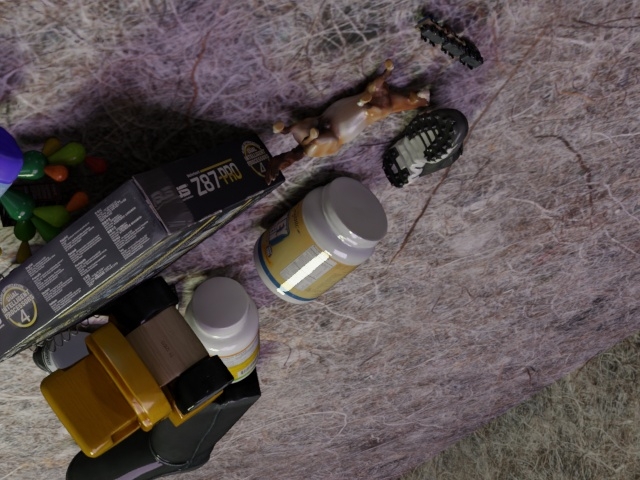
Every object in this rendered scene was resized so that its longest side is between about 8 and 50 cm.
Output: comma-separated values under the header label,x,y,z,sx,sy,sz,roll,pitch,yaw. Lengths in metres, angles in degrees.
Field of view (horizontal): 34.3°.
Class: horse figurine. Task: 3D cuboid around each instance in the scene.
label,x,y,z,sx,sy,sz,roll,pitch,yaw
horse figurine,0.031,-0.168,1.448,0.263,0.066,0.174,-31,171,6

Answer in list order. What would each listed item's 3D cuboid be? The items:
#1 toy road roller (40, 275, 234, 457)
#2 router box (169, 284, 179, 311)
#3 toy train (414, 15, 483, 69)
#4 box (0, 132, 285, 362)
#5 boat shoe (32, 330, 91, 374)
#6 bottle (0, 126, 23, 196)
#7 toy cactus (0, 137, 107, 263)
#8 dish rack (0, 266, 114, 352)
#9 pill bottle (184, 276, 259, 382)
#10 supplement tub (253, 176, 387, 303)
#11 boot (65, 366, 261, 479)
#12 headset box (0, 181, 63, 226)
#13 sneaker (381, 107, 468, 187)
label,x,y,z,sx,sy,sz,roll,pitch,yaw
toy road roller,-0.297,0.214,1.607,0.240,0.202,0.329,-34,175,-17
router box,-0.303,0.130,1.867,0.092,0.038,0.122,-12,155,-15
toy train,0.175,-0.269,1.398,0.027,0.036,0.158,-24,158,30
box,-0.273,0.014,1.437,0.395,0.097,0.318,-33,-179,30
boat shoe,-0.384,0.239,1.929,0.306,0.113,0.105,11,161,-37
bottle,-0.477,-0.026,1.223,0.283,0.092,0.118,-47,144,11
toy cactus,-0.398,-0.066,1.323,0.219,0.112,0.180,-40,121,15
dish rack,-0.479,0.131,1.700,0.271,0.074,0.208,-35,150,31
pill bottle,-0.180,0.163,1.907,0.136,0.136,0.246,-15,155,-10
supplement tub,0.000,0.000,1.695,0.144,0.144,0.199,6,145,-43
boot,-0.356,0.422,2.298,0.367,0.146,0.445,-15,159,-30
headset box,-0.398,-0.050,1.434,0.083,0.032,0.062,-8,153,-26
sneaker,0.180,-0.154,1.578,0.106,0.078,0.234,-24,173,-23
